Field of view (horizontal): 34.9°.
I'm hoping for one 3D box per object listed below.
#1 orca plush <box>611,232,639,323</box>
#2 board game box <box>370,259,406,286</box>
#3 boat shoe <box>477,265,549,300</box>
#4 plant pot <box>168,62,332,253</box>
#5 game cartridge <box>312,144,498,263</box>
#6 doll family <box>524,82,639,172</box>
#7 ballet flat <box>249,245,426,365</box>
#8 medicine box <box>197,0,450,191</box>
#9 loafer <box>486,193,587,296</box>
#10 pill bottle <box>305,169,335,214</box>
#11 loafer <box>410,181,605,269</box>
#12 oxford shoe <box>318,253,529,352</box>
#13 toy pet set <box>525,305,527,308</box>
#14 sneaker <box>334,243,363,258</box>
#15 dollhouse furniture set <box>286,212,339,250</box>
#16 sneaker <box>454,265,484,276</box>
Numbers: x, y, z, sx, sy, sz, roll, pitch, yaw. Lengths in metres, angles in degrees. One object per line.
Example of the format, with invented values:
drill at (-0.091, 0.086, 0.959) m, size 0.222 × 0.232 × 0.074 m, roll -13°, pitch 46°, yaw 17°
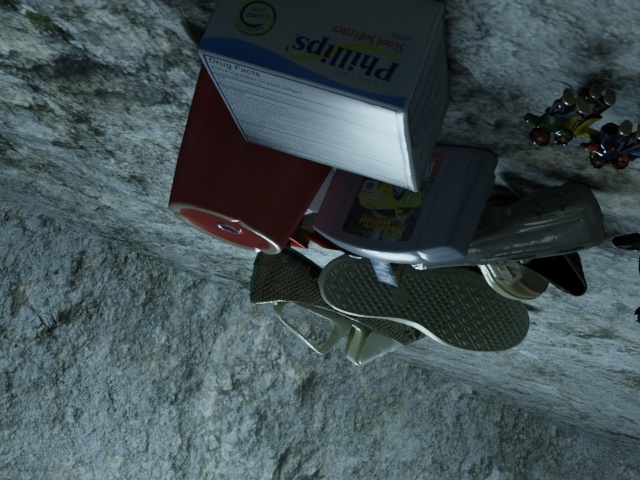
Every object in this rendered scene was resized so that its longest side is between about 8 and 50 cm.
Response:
orca plush at (0.530, 0.045, 1.645) m, size 0.287 × 0.151 × 0.102 m, roll 30°, pitch -164°, yaw -44°
board game box at (0.136, -0.028, 1.810) m, size 0.042 × 0.165 × 0.243 m, roll 18°, pitch 166°, yaw 14°
boat shoe at (0.340, 0.019, 1.821) m, size 0.098 × 0.109 × 0.302 m, roll -12°, pitch 143°, yaw 39°
plant pot at (-0.109, -0.125, 1.626) m, size 0.274 × 0.243 × 0.275 m, roll 19°, pitch 167°, yaw 4°
game cartridge at (0.125, -0.061, 1.622) m, size 0.294 × 0.196 × 0.060 m, roll 8°, pitch 163°, yaw 42°
doll family at (0.345, -0.131, 1.257) m, size 0.193 × 0.076 × 0.111 m, roll 27°, pitch 147°, yaw -5°
ballet flat at (0.045, 0.168, 2.215) m, size 0.482 × 0.182 × 0.164 m, roll 25°, pitch 167°, yaw -29°
medicine box at (0.018, -0.207, 1.302) m, size 0.263 × 0.149 × 0.289 m, roll 18°, pitch 166°, yaw 13°
loafer at (0.364, 0.011, 1.709) m, size 0.267 × 0.096 × 0.084 m, roll 31°, pitch -157°, yaw -35°
pill bottle at (-0.046, -0.106, 1.827) m, size 0.112 × 0.112 × 0.186 m, roll 29°, pitch 176°, yaw -31°
loafer at (0.283, 0.001, 1.592) m, size 0.319 × 0.112 × 0.111 m, roll -12°, pitch 124°, yaw 27°
oxford shoe at (0.213, 0.113, 2.084) m, size 0.449 × 0.169 × 0.130 m, roll 14°, pitch -168°, yaw -7°
toy pet set at (0.428, 0.177, 2.405) m, size 0.114 × 0.065 × 0.122 m, roll 18°, pitch 167°, yaw 14°
sneaker at (0.068, -0.036, 1.905) m, size 0.129 × 0.147 × 0.330 m, roll 24°, pitch 167°, yaw 15°
dollhouse furniture set at (0.000, 0.000, 2.197) m, size 0.259 × 0.135 × 0.262 m, roll 7°, pitch 161°, yaw 46°
sneaker at (0.315, 0.114, 2.232) m, size 0.146 × 0.105 × 0.296 m, roll 24°, pitch 163°, yaw 10°
